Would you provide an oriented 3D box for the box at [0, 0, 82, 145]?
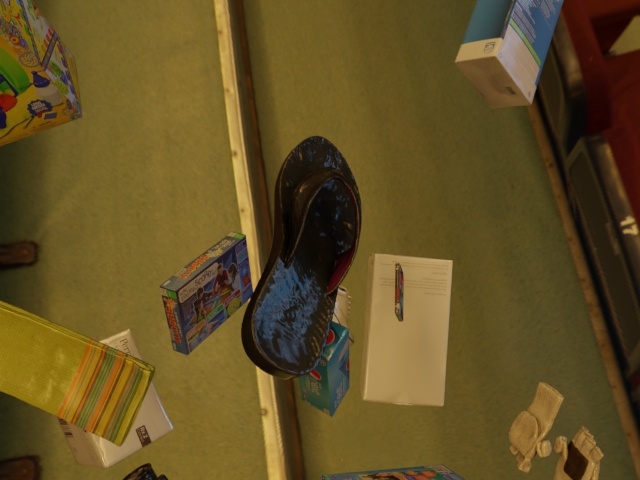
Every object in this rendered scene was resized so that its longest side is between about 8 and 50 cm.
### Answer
[{"bbox_3d":[-0.646,-0.325,1.137,0.290,0.279,0.177,-20,61,2],"label":"box"}]

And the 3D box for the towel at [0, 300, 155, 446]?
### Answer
[{"bbox_3d":[-0.322,0.152,0.738,0.237,0.021,0.102,22,90,4],"label":"towel"}]

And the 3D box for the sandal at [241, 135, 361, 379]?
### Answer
[{"bbox_3d":[0.002,0.002,0.981,0.167,0.107,0.445,29,51,-25],"label":"sandal"}]

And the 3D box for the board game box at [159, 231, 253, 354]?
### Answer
[{"bbox_3d":[-0.194,0.089,1.104,0.035,0.136,0.201,13,33,26],"label":"board game box"}]

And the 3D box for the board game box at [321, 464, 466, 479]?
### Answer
[{"bbox_3d":[0.123,0.381,0.910,0.210,0.160,0.047,2,87,-17],"label":"board game box"}]

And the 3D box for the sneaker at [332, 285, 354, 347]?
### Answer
[{"bbox_3d":[0.044,0.170,1.624,0.091,0.094,0.258,-30,117,-5],"label":"sneaker"}]

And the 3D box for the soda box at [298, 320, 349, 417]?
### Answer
[{"bbox_3d":[0.006,0.219,1.076,0.067,0.210,0.071,24,55,20],"label":"soda box"}]

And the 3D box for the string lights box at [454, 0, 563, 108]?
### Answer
[{"bbox_3d":[0.320,-0.363,1.014,0.077,0.133,0.259,5,68,46],"label":"string lights box"}]

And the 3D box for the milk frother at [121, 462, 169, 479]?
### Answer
[{"bbox_3d":[-0.395,0.595,1.381,0.143,0.129,0.134,-35,97,-41],"label":"milk frother"}]

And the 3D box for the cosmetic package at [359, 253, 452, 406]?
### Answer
[{"bbox_3d":[0.223,0.234,1.655,0.217,0.156,0.385,6,88,-1],"label":"cosmetic package"}]

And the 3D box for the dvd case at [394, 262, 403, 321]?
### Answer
[{"bbox_3d":[0.184,0.122,1.452,0.013,0.087,0.119,-3,70,13],"label":"dvd case"}]

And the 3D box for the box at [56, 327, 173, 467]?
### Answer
[{"bbox_3d":[-0.353,0.255,1.006,0.119,0.182,0.181,-24,89,-38],"label":"box"}]

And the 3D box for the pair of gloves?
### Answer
[{"bbox_3d":[0.495,0.449,1.339,0.042,0.240,0.204,11,113,-22],"label":"pair of gloves"}]
